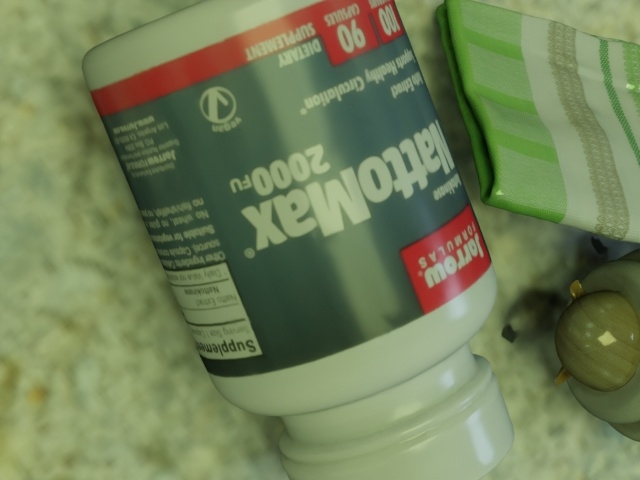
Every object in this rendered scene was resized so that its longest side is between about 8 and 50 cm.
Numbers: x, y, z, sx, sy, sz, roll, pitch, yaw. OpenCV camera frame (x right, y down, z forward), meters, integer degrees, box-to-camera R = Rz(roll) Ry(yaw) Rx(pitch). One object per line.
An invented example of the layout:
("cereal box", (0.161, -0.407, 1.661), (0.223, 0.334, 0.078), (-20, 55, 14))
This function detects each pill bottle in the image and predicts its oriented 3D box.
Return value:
("pill bottle", (0.000, 0.000, 0.487), (0.108, 0.108, 0.180), (-26, 100, -19))

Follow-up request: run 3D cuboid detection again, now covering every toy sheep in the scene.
("toy sheep", (0.147, 0.042, 0.557), (0.132, 0.091, 0.091), (10, 87, -31))

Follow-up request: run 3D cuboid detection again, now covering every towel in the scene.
("towel", (0.122, -0.043, 0.544), (0.152, 0.023, 0.113), (11, 44, -22))
